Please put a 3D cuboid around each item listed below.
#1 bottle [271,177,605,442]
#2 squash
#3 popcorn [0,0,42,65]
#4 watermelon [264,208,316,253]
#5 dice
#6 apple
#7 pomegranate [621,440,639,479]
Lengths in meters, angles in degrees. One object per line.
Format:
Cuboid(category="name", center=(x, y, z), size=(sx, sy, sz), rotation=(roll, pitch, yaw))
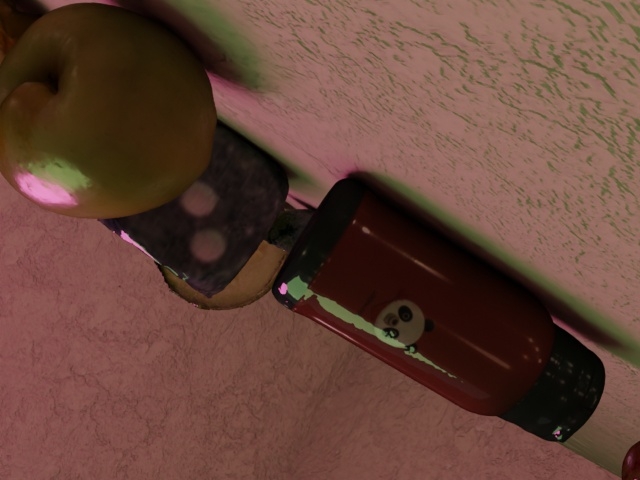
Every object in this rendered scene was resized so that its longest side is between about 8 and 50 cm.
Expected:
Cuboid(category="bottle", center=(0.124, 0.083, 0.825), size=(0.336, 0.144, 0.144), rotation=(33, 174, -4))
Cuboid(category="squash", center=(-0.166, 0.000, 1.283), size=(0.220, 0.220, 0.133), rotation=(35, 170, -24))
Cuboid(category="popcorn", center=(-0.432, -0.221, 1.015), size=(0.237, 0.206, 0.251), rotation=(14, 177, 28))
Cuboid(category="watermelon", center=(0.000, 0.000, 1.191), size=(0.187, 0.071, 0.139), rotation=(22, 178, 14))
Cuboid(category="dice", center=(-0.159, -0.049, 1.035), size=(0.182, 0.183, 0.181), rotation=(35, 175, -15))
Cuboid(category="apple", center=(-0.183, -0.107, 0.707), size=(0.200, 0.200, 0.200), rotation=(32, 174, 4))
Cuboid(category="pomegranate", center=(0.461, 0.321, 1.091), size=(0.130, 0.130, 0.130), rotation=(32, 174, 4))
